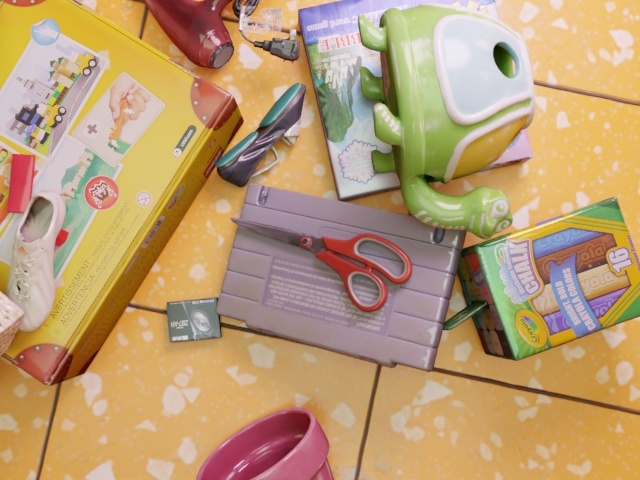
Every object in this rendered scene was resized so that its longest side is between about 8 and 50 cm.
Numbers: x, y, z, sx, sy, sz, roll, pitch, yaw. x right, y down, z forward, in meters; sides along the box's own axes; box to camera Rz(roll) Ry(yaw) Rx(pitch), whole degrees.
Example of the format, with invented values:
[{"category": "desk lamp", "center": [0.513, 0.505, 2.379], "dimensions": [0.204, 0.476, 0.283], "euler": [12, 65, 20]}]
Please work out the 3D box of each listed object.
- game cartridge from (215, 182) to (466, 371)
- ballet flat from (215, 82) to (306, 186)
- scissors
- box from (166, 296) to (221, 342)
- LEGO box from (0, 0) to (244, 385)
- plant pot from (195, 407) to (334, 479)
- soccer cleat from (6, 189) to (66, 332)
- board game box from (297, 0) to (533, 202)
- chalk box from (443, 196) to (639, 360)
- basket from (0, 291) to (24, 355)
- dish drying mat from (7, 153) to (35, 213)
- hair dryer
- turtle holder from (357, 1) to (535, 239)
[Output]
[{"category": "game cartridge", "center": [0.026, 0.055, 1.257], "dimensions": [0.355, 0.068, 0.230], "euler": [13, 90, 20]}, {"category": "ballet flat", "center": [-0.082, -0.164, 1.319], "dimensions": [0.074, 0.074, 0.203], "euler": [42, 81, 3]}, {"category": "scissors", "center": [0.000, 0.000, 1.237], "dimensions": [0.297, 0.021, 0.109], "euler": [33, 95, 21]}, {"category": "box", "center": [-0.204, 0.128, 1.315], "dimensions": [0.083, 0.018, 0.067], "euler": [-5, 85, -1]}, {"category": "LEGO box", "center": [-0.408, -0.091, 1.243], "dimensions": [0.373, 0.193, 0.500], "euler": [32, 86, 2]}, {"category": "plant pot", "center": [-0.057, 0.383, 1.221], "dimensions": [0.201, 0.201, 0.180], "euler": [-28, 101, -2]}, {"category": "soccer cleat", "center": [-0.390, 0.027, 1.099], "dimensions": [0.068, 0.076, 0.196], "euler": [10, 87, 0]}, {"category": "board game box", "center": [0.150, -0.248, 1.321], "dimensions": [0.319, 0.066, 0.317], "euler": [-13, 86, -1]}, {"category": "chalk box", "center": [0.314, 0.070, 1.237], "dimensions": [0.289, 0.180, 0.179], "euler": [-18, 87, -5]}, {"category": "basket", "center": [-0.487, 0.097, 1.062], "dimensions": [0.167, 0.103, 0.113], "euler": [40, 126, 1]}, {"category": "dish drying mat", "center": [-0.419, -0.079, 1.140], "dimensions": [0.032, 0.008, 0.083], "euler": [4, 85, -1]}, {"category": "hair dryer", "center": [-0.156, -0.386, 1.320], "dimensions": [0.294, 0.080, 0.223], "euler": [3, 79, 9]}, {"category": "turtle holder", "center": [0.182, -0.184, 1.147], "dimensions": [0.228, 0.243, 0.320], "euler": [-8, 55, 1]}]
